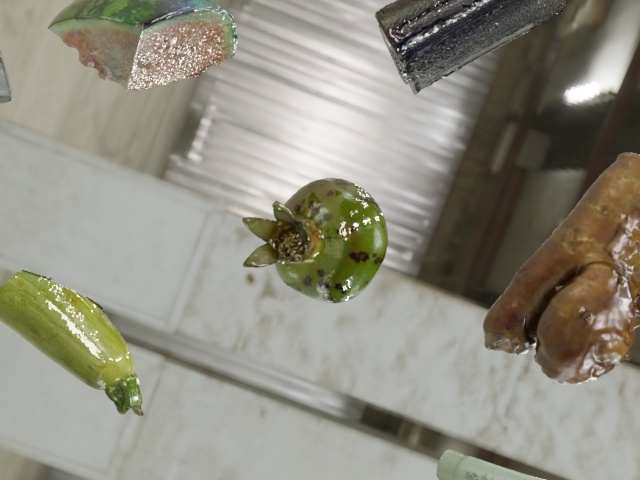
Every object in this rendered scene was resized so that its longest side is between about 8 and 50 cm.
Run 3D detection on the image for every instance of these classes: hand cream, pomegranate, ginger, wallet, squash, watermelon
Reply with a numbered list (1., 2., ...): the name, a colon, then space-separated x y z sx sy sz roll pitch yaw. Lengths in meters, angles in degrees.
1. hand cream: 0.253 0.344 1.801 0.205 0.050 0.078 16 -99 42
2. pomegranate: -0.012 -0.006 1.594 0.156 0.220 0.156 -17 -113 45
3. ginger: 0.454 0.051 2.018 0.418 0.176 0.254 -48 -140 -6
4. wallet: 0.178 -0.255 1.461 0.221 0.071 0.262 -30 169 5
5. squash: -0.254 0.108 1.387 0.090 0.200 0.075 -47 -174 32
6. watermelon: -0.181 -0.262 1.514 0.231 0.128 0.146 -21 179 -40

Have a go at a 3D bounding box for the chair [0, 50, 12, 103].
1. chair: -0.523 -0.231 1.549 0.136 0.270 0.147 94 -21 -64
